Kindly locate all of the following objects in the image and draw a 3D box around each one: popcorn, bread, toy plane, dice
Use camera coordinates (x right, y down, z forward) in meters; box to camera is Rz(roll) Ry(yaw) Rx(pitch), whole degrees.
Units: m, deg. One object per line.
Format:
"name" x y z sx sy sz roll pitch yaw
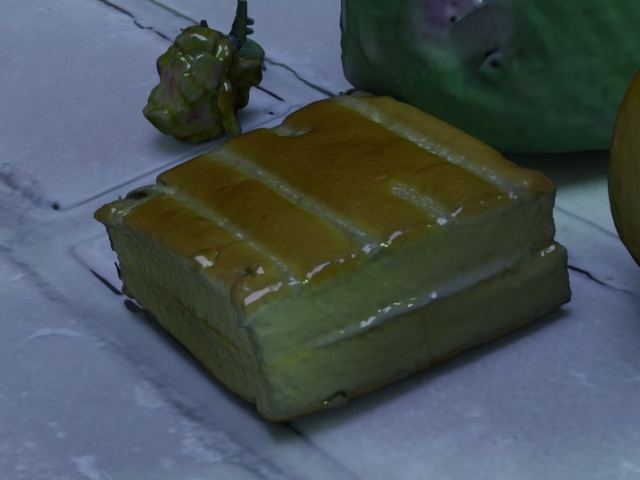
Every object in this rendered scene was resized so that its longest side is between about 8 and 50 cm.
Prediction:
"popcorn" -0.100 -0.127 1.487 0.097 0.089 0.109 -59 22 -2
"bread" 0.000 0.000 1.201 0.239 0.111 0.246 -22 30 -22
"toy plane" -0.083 -0.169 1.571 0.111 0.102 0.040 6 41 -52
"dice" 0.172 -0.261 1.365 0.330 0.318 0.322 -4 25 1

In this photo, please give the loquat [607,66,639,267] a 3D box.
"loquat" 0.296 -0.061 1.096 0.244 0.244 0.244 -8 30 5
